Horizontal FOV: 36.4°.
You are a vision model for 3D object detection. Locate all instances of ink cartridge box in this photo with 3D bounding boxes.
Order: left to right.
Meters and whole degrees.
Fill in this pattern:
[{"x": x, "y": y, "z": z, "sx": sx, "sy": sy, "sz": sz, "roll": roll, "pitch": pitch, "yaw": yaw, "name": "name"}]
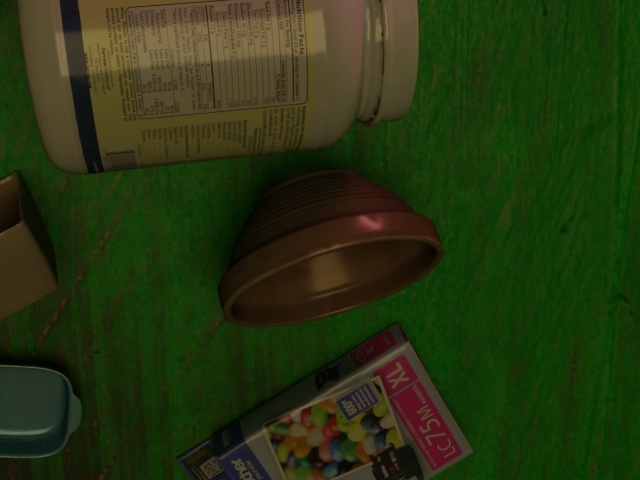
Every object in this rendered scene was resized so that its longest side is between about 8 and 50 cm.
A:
[{"x": 0.007, "y": 0.256, "z": 1.166, "sx": 0.311, "sy": 0.065, "sz": 0.186, "roll": -30, "pitch": 113, "yaw": 2, "name": "ink cartridge box"}]

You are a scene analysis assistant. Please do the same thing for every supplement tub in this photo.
[{"x": -0.094, "y": -0.191, "z": 0.884, "sx": 0.324, "sy": 0.235, "sz": 0.235, "roll": -7, "pitch": 111, "yaw": -9, "name": "supplement tub"}]

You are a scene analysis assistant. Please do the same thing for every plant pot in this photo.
[{"x": -0.324, "y": 0.015, "z": 0.986, "sx": 0.109, "sy": 0.109, "sz": 0.096, "roll": -29, "pitch": 125, "yaw": 0, "name": "plant pot"}, {"x": 0.000, "y": 0.000, "z": 1.016, "sx": 0.237, "sy": 0.237, "sz": 0.110, "roll": -16, "pitch": 71, "yaw": -6, "name": "plant pot"}]

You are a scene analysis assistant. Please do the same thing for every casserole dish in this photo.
[{"x": -0.359, "y": 0.181, "z": 1.072, "sx": 0.188, "sy": 0.037, "sz": 0.114, "roll": 5, "pitch": 109, "yaw": -13, "name": "casserole dish"}]
